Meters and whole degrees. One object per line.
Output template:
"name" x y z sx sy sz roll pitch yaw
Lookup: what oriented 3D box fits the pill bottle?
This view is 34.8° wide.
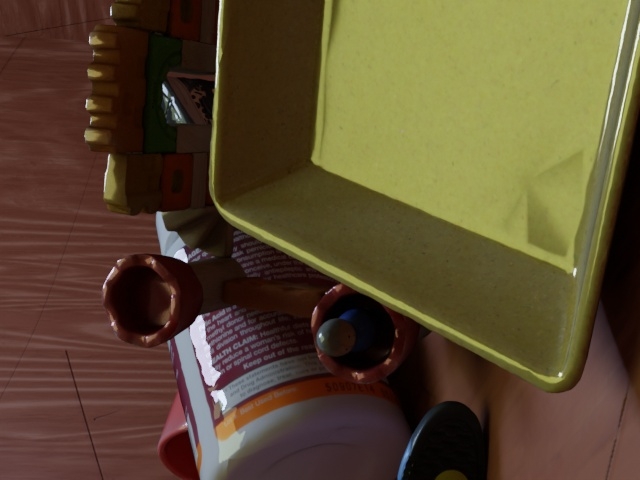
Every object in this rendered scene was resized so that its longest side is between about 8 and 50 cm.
"pill bottle" -0.060 0.101 1.153 0.224 0.224 0.392 101 156 -46

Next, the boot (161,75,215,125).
"boot" -0.094 -0.112 1.626 0.138 0.284 0.377 -42 75 42

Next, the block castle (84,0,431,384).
"block castle" -0.041 -0.123 0.888 0.213 0.303 0.453 -11 -74 -65

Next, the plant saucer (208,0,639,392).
"plant saucer" 0.068 -0.124 0.633 0.333 0.081 0.333 26 120 40

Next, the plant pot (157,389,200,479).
"plant pot" -0.066 0.195 1.386 0.275 0.275 0.243 105 175 -57

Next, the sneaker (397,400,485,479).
"sneaker" 0.092 0.226 0.857 0.082 0.069 0.209 -106 19 -76
